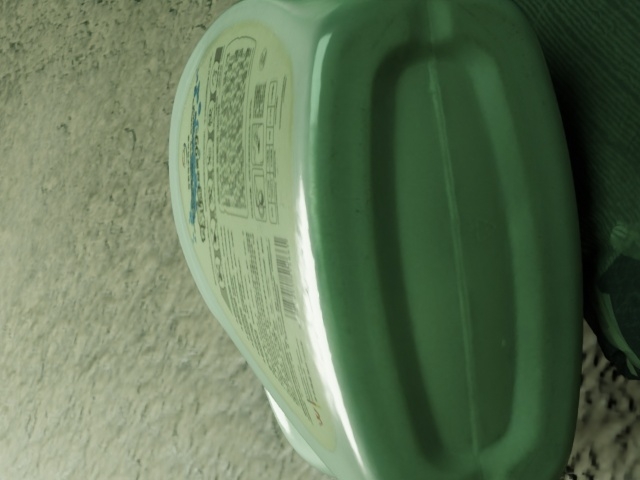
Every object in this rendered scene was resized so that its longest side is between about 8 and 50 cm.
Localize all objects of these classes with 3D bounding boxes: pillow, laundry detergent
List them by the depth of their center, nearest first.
[{"bbox_3d":[0.111,-0.075,0.530,0.335,0.093,0.161,56,132,45],"label":"pillow"},{"bbox_3d":[0.000,0.000,0.570,0.280,0.105,0.215,-176,76,-70],"label":"laundry detergent"}]
